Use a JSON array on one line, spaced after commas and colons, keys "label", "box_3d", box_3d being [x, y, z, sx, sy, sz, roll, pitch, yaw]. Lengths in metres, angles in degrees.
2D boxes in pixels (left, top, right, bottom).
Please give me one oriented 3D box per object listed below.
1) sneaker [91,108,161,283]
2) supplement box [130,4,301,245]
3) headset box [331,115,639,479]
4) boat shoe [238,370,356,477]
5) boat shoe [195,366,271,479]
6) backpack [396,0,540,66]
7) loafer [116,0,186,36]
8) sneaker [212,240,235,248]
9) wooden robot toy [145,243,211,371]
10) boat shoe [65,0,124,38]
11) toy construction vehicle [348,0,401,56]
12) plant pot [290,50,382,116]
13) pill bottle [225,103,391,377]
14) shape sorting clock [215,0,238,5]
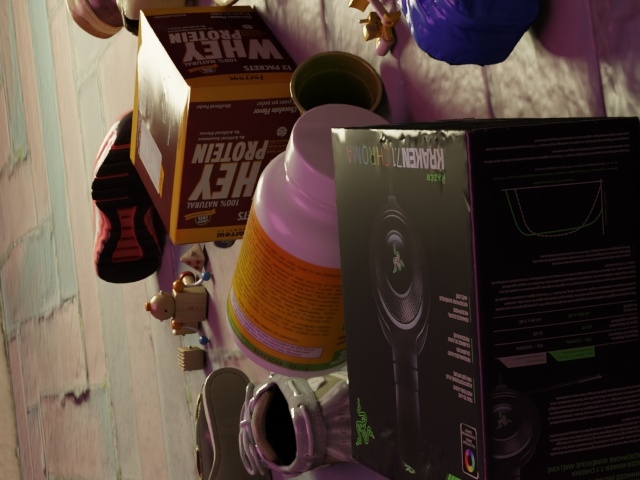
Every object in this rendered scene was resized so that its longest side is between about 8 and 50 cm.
[{"label": "sneaker", "box_3d": [-0.276, -0.082, 2.118, 0.314, 0.116, 0.136, 107, 151, -45]}, {"label": "supplement box", "box_3d": [-0.115, -0.128, 1.662, 0.194, 0.129, 0.191, -123, 34, -51]}, {"label": "headset box", "box_3d": [0.116, 0.055, 1.101, 0.246, 0.131, 0.283, -167, 72, -69]}, {"label": "boat shoe", "box_3d": [-0.028, 0.182, 1.546, 0.320, 0.103, 0.118, 170, 95, -69]}, {"label": "boat shoe", "box_3d": [-0.105, 0.267, 1.813, 0.068, 0.081, 0.227, 130, 138, -66]}, {"label": "backpack", "box_3d": [0.104, -0.193, 1.118, 0.101, 0.098, 0.120, 125, 136, -54]}, {"label": "loafer", "box_3d": [-0.198, -0.319, 1.891, 0.268, 0.102, 0.092, 142, 120, -77]}, {"label": "sneaker", "box_3d": [-0.137, -0.064, 1.825, 0.192, 0.064, 0.086, 55, 139, 47]}, {"label": "wooden robot toy", "box_3d": [-0.190, 0.087, 1.984, 0.076, 0.079, 0.173, -133, 42, -58]}, {"label": "boat shoe", "box_3d": [-0.291, -0.449, 2.104, 0.123, 0.123, 0.342, -25, 63, 37]}, {"label": "toy construction vehicle", "box_3d": [0.043, -0.218, 1.357, 0.086, 0.035, 0.098, 130, 131, -62]}, {"label": "plant pot", "box_3d": [0.012, -0.118, 1.419, 0.079, 0.083, 0.083, 96, 159, -58]}, {"label": "pill bottle", "box_3d": [0.000, 0.000, 1.381, 0.245, 0.136, 0.136, 107, 150, -46]}, {"label": "shape sorting clock", "box_3d": [-0.091, -0.357, 1.666, 0.206, 0.040, 0.206, 179, 90, -69]}]
